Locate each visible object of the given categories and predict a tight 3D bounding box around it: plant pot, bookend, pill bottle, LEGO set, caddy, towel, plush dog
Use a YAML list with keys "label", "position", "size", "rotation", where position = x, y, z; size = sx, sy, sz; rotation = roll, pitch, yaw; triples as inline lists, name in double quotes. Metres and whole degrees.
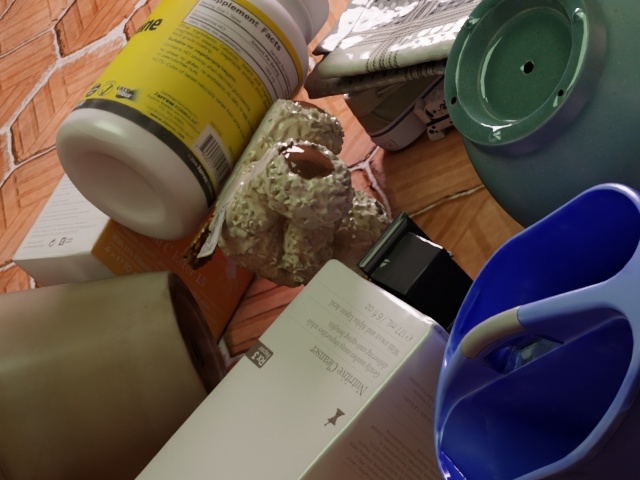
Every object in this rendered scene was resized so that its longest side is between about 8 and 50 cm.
- label: "plant pot"
  position: [-0.257, 0.169, 1.965]
  size: [0.280, 0.323, 0.323]
  rotation: [-23, 34, 6]
- label: "bookend"
  position: [0.139, 0.062, 1.720]
  size: [0.072, 0.157, 0.156]
  rotation: [-50, 30, -8]
- label: "pill bottle"
  position: [-0.133, -0.177, 2.009]
  size: [0.188, 0.188, 0.334]
  rotation: [-3, 44, 49]
- label: "LEGO set"
  position: [0.197, -0.209, 2.041]
  size: [0.227, 0.093, 0.087]
  rotation: [-23, 36, 33]
- label: "caddy"
  position: [0.208, 0.097, 1.465]
  size: [0.341, 0.179, 0.241]
  rotation: [-39, 37, 57]
- label: "towel"
  position: [0.151, -0.291, 2.055]
  size: [0.324, 0.056, 0.312]
  rotation: [-8, 39, 40]
- label: "plush dog"
  position: [0.000, 0.000, 1.900]
  size: [0.210, 0.225, 0.262]
  rotation: [-54, 13, 14]
- label: "plant pot"
  position: [0.244, -0.142, 1.713]
  size: [0.293, 0.196, 0.293]
  rotation: [-21, 58, 39]

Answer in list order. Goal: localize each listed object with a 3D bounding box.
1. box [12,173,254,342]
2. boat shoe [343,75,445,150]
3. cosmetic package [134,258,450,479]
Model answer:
- label: "box"
  position: [-0.177, -0.052, 2.188]
  size: [0.168, 0.215, 0.345]
  rotation: [-5, 49, 48]
- label: "boat shoe"
  position: [0.148, -0.244, 2.143]
  size: [0.302, 0.094, 0.109]
  rotation: [-53, 31, -13]
- label: "cosmetic package"
  position: [-0.025, 0.230, 1.718]
  size: [0.385, 0.156, 0.217]
  rotation: [-48, 32, -7]
